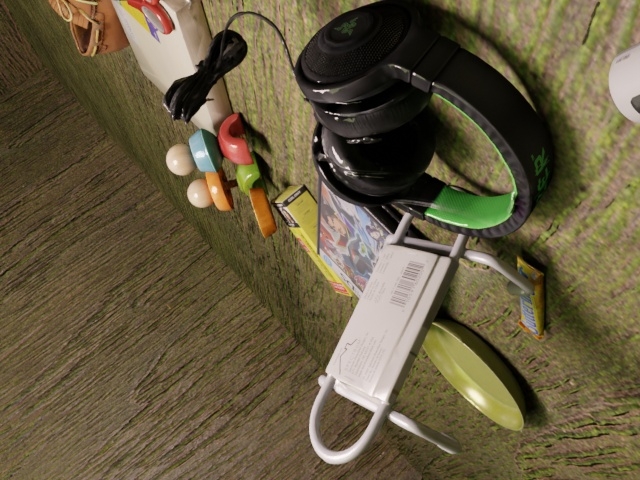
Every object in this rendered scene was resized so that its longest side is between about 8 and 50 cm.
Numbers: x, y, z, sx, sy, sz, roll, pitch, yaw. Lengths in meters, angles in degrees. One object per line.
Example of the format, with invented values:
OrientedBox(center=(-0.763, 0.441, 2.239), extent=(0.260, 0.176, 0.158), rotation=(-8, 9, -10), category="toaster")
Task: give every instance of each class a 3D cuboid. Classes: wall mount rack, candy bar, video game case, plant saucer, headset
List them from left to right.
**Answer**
OrientedBox(center=(0.032, -0.116, 0.740), extent=(0.394, 0.185, 0.243), rotation=(32, 160, 21), category="headset")
OrientedBox(center=(0.083, 0.026, 1.178), extent=(0.248, 0.035, 0.275), rotation=(47, 158, 24), category="video game case")
OrientedBox(center=(0.090, 0.107, 0.904), extent=(0.130, 0.350, 0.304), rotation=(33, 169, -33), category="wall mount rack")
OrientedBox(center=(0.257, 0.215, 1.216), extent=(0.241, 0.037, 0.241), rotation=(45, 165, 15), category="plant saucer")
OrientedBox(center=(0.256, 0.070, 0.882), extent=(0.040, 0.018, 0.161), rotation=(40, 162, 36), category="candy bar")

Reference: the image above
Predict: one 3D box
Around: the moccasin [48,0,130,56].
OrientedBox(center=(-0.470, -0.478, 1.415), extent=(0.139, 0.147, 0.380), rotation=(57, 167, 2), category="moccasin")

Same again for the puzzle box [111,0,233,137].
OrientedBox(center=(-0.280, -0.366, 1.328), extent=(0.272, 0.052, 0.409), rotation=(45, 165, 19), category="puzzle box")

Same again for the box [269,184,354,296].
OrientedBox(center=(0.000, 0.000, 1.403), extent=(0.232, 0.058, 0.087), rotation=(53, 165, -16), category="box")

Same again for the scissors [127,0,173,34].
OrientedBox(center=(-0.326, -0.416, 1.198), extent=(0.297, 0.021, 0.109), rotation=(38, 164, 42), category="scissors")

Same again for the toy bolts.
OrientedBox(center=(-0.195, -0.108, 1.399), extent=(0.228, 0.158, 0.218), rotation=(72, 180, -50), category="toy bolts")

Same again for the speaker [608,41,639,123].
OrientedBox(center=(0.231, -0.109, 0.416), extent=(0.055, 0.055, 0.136), rotation=(51, 166, -6), category="speaker")
